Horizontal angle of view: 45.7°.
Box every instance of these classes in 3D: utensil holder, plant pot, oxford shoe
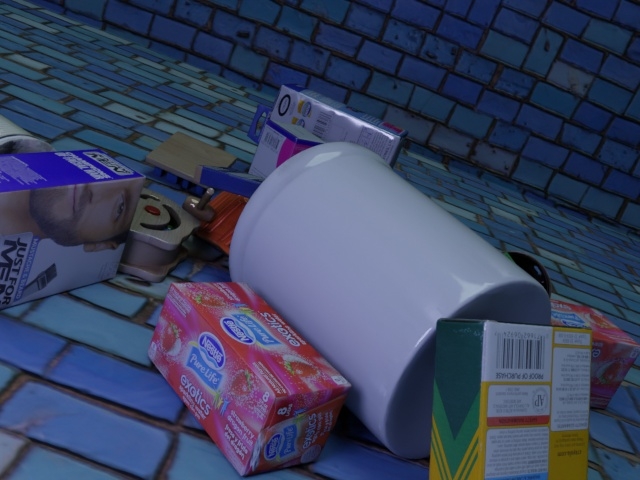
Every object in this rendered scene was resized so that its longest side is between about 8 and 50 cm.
[{"bbox_3d":[0.094,0.080,1.131,0.327,0.328,0.385,5,27,-41],"label":"utensil holder"},{"bbox_3d":[0.451,0.100,1.749,0.167,0.167,0.165,28,12,16],"label":"plant pot"},{"bbox_3d":[-0.148,-0.004,1.467,0.133,0.130,0.363,50,-3,-27],"label":"oxford shoe"}]

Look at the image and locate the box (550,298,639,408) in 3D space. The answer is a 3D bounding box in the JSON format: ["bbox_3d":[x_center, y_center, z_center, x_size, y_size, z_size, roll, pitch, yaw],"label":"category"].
[{"bbox_3d":[0.426,0.204,1.426,0.300,0.154,0.142,14,21,-28],"label":"box"}]

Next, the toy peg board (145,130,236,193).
[{"bbox_3d":[-0.305,-0.164,1.774,0.161,0.079,0.161,23,34,6],"label":"toy peg board"}]

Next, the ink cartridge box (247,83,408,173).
[{"bbox_3d":[-0.010,-0.232,1.957,0.395,0.270,0.151,25,17,6],"label":"ink cartridge box"}]

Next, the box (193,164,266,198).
[{"bbox_3d":[-0.097,-0.091,1.356,0.225,0.036,0.136,15,8,18],"label":"box"}]

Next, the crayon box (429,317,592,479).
[{"bbox_3d":[0.227,0.259,0.902,0.203,0.323,0.083,8,-8,-36],"label":"crayon box"}]

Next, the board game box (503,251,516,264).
[{"bbox_3d":[0.347,0.118,1.569,0.259,0.030,0.136,-20,68,-40],"label":"board game box"}]

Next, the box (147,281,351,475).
[{"bbox_3d":[-0.099,0.166,0.979,0.128,0.123,0.257,3,26,-43],"label":"box"}]

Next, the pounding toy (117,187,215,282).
[{"bbox_3d":[-0.285,-0.052,1.323,0.154,0.155,0.269,27,19,0],"label":"pounding toy"}]

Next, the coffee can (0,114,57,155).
[{"bbox_3d":[-0.550,-0.119,1.138,0.275,0.201,0.201,30,20,23],"label":"coffee can"}]

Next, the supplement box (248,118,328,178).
[{"bbox_3d":[-0.086,-0.144,1.705,0.114,0.220,0.111,4,26,-47],"label":"supplement box"}]

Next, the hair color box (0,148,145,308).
[{"bbox_3d":[-0.407,-0.017,1.044,0.110,0.185,0.339,28,20,18],"label":"hair color box"}]
